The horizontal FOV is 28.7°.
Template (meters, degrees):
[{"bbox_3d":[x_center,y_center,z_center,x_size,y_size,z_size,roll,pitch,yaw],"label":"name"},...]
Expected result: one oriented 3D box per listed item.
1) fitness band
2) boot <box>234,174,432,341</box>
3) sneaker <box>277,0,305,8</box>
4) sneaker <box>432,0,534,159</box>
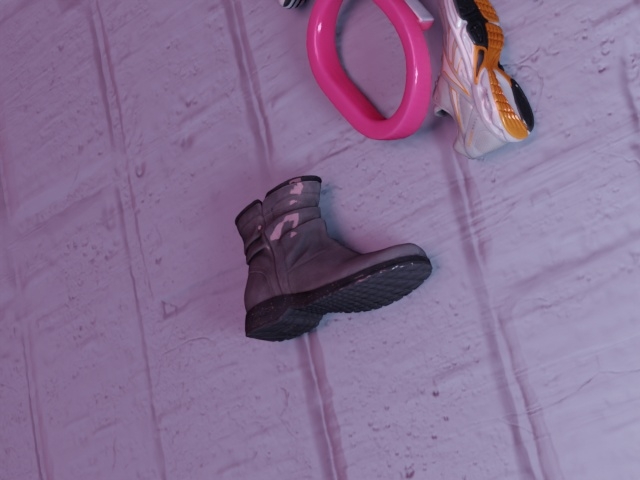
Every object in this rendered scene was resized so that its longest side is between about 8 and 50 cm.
[{"bbox_3d":[0.069,-0.271,1.793,0.291,0.054,0.209,54,136,38],"label":"fitness band"},{"bbox_3d":[0.000,0.000,1.820,0.338,0.118,0.223,-20,65,33],"label":"boot"},{"bbox_3d":[-0.049,-0.484,1.925,0.132,0.086,0.229,36,114,24],"label":"sneaker"},{"bbox_3d":[0.189,-0.232,1.699,0.121,0.099,0.262,-32,62,39],"label":"sneaker"}]
